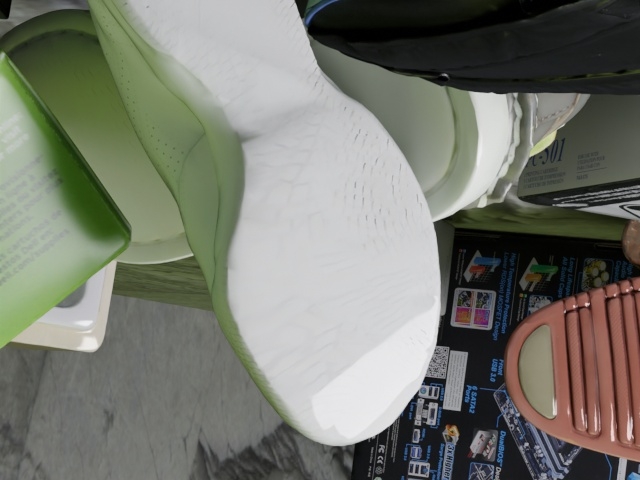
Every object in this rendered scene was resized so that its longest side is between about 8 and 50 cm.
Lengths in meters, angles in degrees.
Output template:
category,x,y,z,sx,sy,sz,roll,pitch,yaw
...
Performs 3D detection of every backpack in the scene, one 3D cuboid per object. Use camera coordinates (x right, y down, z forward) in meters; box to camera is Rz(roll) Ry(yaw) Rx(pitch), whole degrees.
category,x,y,z,sx,sy,sz,roll,pitch,yaw
backpack,0.059,-0.081,0.422,0.114,0.084,0.105,-4,167,41

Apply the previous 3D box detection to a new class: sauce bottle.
category,x,y,z,sx,sy,sz,roll,pitch,yaw
sauce bottle,0.245,0.008,1.181,0.042,0.042,0.128,5,174,23

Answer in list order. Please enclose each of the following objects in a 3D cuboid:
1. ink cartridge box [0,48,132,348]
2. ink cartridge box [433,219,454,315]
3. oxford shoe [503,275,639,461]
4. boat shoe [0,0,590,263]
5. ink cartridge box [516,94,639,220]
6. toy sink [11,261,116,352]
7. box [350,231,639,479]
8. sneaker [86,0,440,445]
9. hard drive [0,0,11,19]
category,x,y,z,sx,sy,sz,roll,pitch,yaw
ink cartridge box,-0.217,-0.020,0.648,0.255,0.189,0.097,37,162,51
ink cartridge box,0.000,0.000,1.246,0.134,0.078,0.231,5,172,25
oxford shoe,0.316,0.086,1.186,0.397,0.140,0.146,-1,-179,-9
boat shoe,-0.029,-0.054,0.675,0.305,0.109,0.091,2,-161,45
ink cartridge box,0.165,-0.037,0.636,0.097,0.046,0.207,9,174,-19
toy sink,-0.221,-0.001,1.190,0.131,0.152,0.234,10,172,-22
box,0.176,0.145,1.341,0.293,0.295,0.073,4,173,24
sneaker,-0.028,-0.032,0.572,0.080,0.212,0.094,-26,-169,-20
hard drive,-0.203,-0.120,0.681,0.135,0.022,0.094,8,174,3
